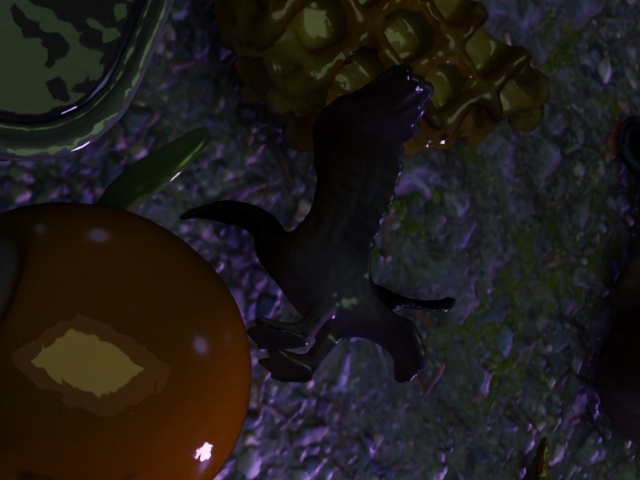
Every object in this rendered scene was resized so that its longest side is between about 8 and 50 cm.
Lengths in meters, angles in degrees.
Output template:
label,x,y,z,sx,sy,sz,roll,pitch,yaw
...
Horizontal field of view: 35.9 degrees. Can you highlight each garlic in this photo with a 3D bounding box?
label,x,y,z,sx,sy,sz,roll,pitch,yaw
garlic,0.355,0.117,0.874,0.214,0.191,0.160,14,129,-32

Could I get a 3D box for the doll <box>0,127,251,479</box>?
label,x,y,z,sx,sy,sz,roll,pitch,yaw
doll,-0.143,0.057,0.591,0.213,0.213,0.236,28,39,-27

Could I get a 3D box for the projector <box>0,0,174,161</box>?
label,x,y,z,sx,sy,sz,roll,pitch,yaw
projector,-0.214,-0.181,0.489,0.248,0.249,0.248,23,82,-29

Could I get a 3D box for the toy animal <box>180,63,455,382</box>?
label,x,y,z,sx,sy,sz,roll,pitch,yaw
toy animal,-0.008,0.010,0.648,0.273,0.197,0.160,85,11,-46

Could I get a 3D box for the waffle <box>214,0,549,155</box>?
label,x,y,z,sx,sy,sz,roll,pitch,yaw
waffle,0.051,-0.222,0.693,0.261,0.151,0.324,5,89,-32

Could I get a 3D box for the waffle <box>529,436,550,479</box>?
label,x,y,z,sx,sy,sz,roll,pitch,yaw
waffle,0.216,0.276,0.873,0.125,0.032,0.191,18,86,-27

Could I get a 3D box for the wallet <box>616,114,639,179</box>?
label,x,y,z,sx,sy,sz,roll,pitch,yaw
wallet,0.423,-0.002,0.879,0.251,0.054,0.290,-3,55,-30
